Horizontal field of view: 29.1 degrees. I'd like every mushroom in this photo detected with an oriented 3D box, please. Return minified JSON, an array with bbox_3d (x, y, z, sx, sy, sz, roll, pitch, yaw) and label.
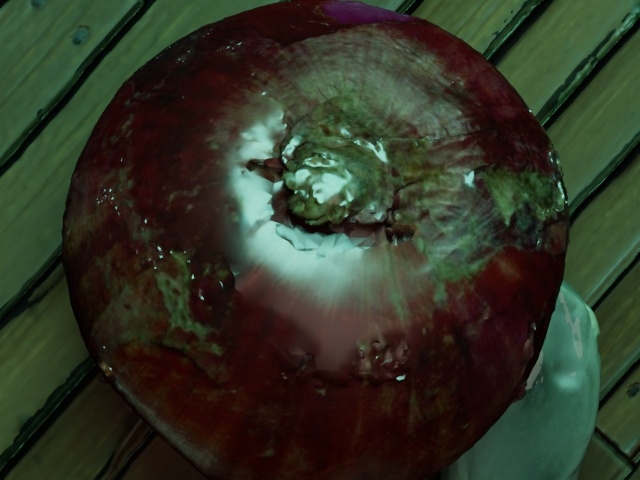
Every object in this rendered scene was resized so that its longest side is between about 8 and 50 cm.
[{"bbox_3d":[0.135,0.157,0.840,0.109,0.097,0.351,-10,111,-13],"label":"mushroom"}]

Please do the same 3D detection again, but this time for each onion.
[{"bbox_3d":[0.000,0.000,0.666,0.276,0.276,0.276,-5,106,-18],"label":"onion"}]
